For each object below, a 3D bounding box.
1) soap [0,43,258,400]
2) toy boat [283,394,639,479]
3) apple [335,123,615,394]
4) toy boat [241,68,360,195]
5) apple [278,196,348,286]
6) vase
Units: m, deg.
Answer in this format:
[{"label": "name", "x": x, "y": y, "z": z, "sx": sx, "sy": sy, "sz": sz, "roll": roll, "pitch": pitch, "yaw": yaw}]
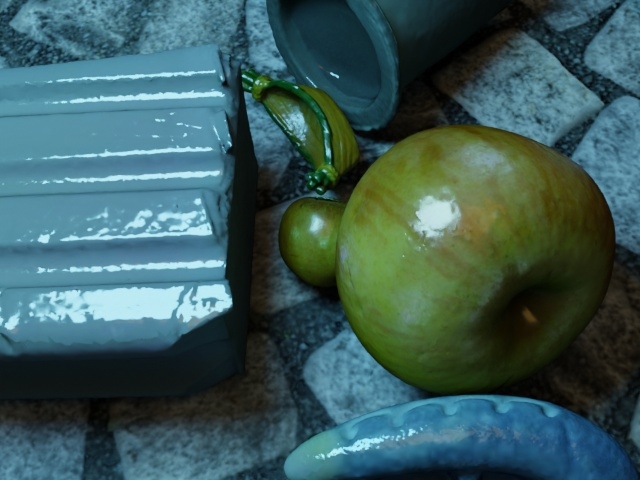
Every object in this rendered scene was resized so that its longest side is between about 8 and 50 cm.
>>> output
[{"label": "soap", "x": -0.294, "y": -0.005, "z": 0.909, "sx": 0.436, "sy": 0.213, "sz": 0.350, "roll": -4, "pitch": 64, "yaw": 2}, {"label": "toy boat", "x": 0.134, "y": 0.253, "z": 0.735, "sx": 0.330, "sy": 0.123, "sz": 0.215, "roll": -2, "pitch": 93, "yaw": -3}, {"label": "apple", "x": 0.150, "y": 0.017, "z": 0.831, "sx": 0.286, "sy": 0.286, "sz": 0.233, "roll": -31, "pitch": 40, "yaw": -12}, {"label": "toy boat", "x": -0.025, "y": -0.144, "z": 1.031, "sx": 0.088, "sy": 0.089, "sz": 0.229, "roll": -13, "pitch": 51, "yaw": -26}, {"label": "apple", "x": 0.000, "y": 0.000, "z": 0.942, "sx": 0.114, "sy": 0.099, "sz": 0.101, "roll": 15, "pitch": 98, "yaw": 41}, {"label": "vase", "x": 0.111, "y": -0.311, "z": 1.050, "sx": 0.291, "sy": 0.245, "sz": 0.245, "roll": -37, "pitch": 65, "yaw": -24}]
